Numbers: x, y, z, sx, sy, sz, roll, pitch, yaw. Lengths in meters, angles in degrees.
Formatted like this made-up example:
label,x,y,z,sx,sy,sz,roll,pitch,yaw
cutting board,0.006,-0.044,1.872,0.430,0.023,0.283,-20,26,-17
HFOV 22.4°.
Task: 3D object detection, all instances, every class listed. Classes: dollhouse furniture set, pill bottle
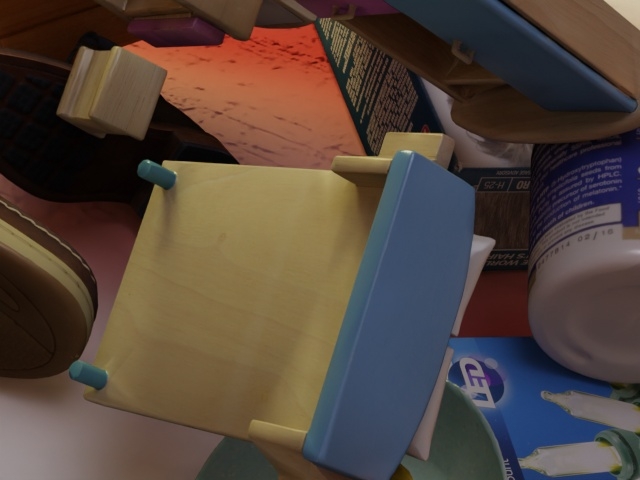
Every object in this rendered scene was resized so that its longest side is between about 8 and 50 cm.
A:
label,x,y,z,sx,sy,sz,roll,pitch,yaw
dollhouse furniture set,0.000,0.000,0.835,0.198,0.286,0.303,28,73,-42
pill bottle,0.174,-0.024,0.909,0.112,0.112,0.186,13,49,-7

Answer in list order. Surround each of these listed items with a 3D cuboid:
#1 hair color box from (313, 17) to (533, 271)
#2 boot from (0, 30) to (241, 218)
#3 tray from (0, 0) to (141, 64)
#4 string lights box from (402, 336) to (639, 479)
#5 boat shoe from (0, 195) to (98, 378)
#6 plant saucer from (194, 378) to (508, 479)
label,x,y,z,sx,sy,sz,roll,pitch,yaw
hair color box,0.104,-0.138,1.129,0.174,0.105,0.347,-2,48,-21
boot,-0.151,-0.078,0.962,0.219,0.082,0.106,26,18,-47
tray,-0.030,-0.225,0.985,0.411,0.203,0.076,-21,72,-6
string lights box,0.155,0.126,0.903,0.260,0.076,0.133,0,48,-19
boat shoe,-0.258,-0.045,0.897,0.342,0.123,0.123,24,44,12
plant saucer,0.012,0.153,0.794,0.037,0.195,0.195,45,23,-44
